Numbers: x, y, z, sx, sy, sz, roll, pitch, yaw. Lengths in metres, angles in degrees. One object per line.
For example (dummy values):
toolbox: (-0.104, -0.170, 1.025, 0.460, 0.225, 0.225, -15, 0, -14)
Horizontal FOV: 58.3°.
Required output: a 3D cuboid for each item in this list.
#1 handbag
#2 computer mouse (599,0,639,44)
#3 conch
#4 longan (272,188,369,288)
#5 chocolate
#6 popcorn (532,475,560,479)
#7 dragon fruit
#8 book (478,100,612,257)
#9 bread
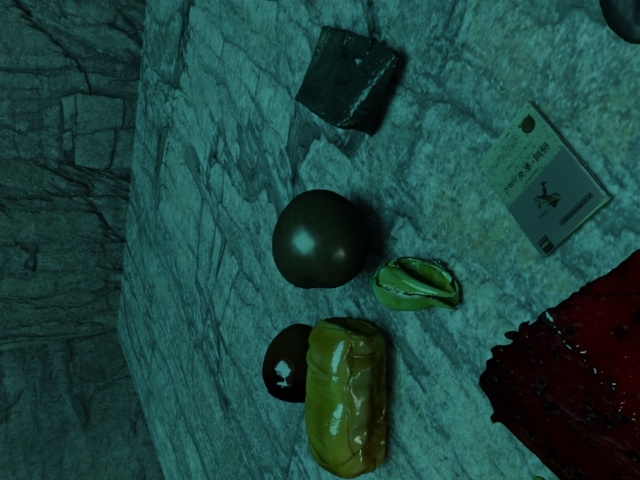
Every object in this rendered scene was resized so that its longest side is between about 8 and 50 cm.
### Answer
handbag: (0.048, -0.312, 1.102, 0.270, 0.088, 0.175, 44, 122, 48)
computer mouse: (0.396, -0.266, 0.509, 0.269, 0.100, 0.170, 11, 105, 53)
conch: (0.148, 0.074, 0.983, 0.200, 0.079, 0.095, -7, 74, 42)
longan: (0.000, 0.000, 1.113, 0.212, 0.197, 0.198, -38, 62, 56)
chocolate: (-0.047, 0.268, 1.267, 0.176, 0.176, 0.177, 12, 104, 57)
popcorn: (0.304, 0.365, 0.680, 0.142, 0.173, 0.174, 72, 177, -64)
dragon fruit: (0.368, 0.191, 0.609, 0.329, 0.227, 0.286, 54, 160, 22)
book: (0.294, -0.083, 0.780, 0.127, 0.014, 0.182, -58, 46, 44)
bread: (0.050, 0.301, 1.120, 0.166, 0.132, 0.295, -160, 68, -63)
